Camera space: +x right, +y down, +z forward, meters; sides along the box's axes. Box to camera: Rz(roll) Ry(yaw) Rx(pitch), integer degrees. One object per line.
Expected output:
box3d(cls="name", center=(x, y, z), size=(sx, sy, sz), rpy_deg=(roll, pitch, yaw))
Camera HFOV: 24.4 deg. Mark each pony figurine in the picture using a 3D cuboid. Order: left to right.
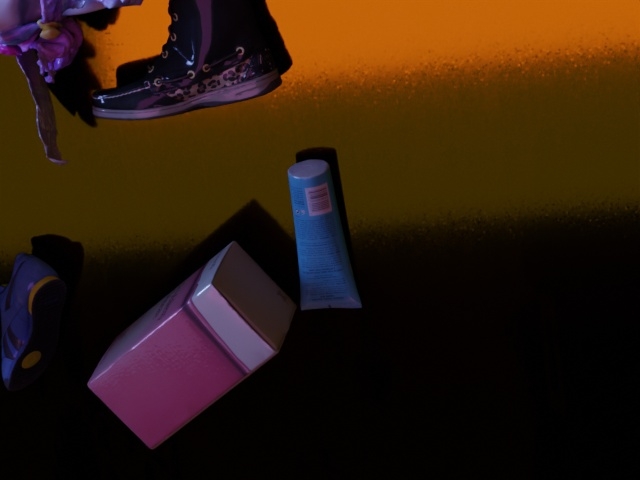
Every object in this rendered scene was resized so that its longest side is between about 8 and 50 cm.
box3d(cls="pony figurine", center=(-0.368, -0.285, 1.727), size=(0.363, 0.303, 0.351), rpy_deg=(-26, 75, 22))

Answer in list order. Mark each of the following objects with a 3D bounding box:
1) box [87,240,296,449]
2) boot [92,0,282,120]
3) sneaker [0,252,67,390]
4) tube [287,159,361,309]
box3d(cls="box", center=(-0.164, 0.134, 1.912), size=(0.232, 0.148, 0.127), rpy_deg=(-39, 101, 21))
box3d(cls="boot", center=(-0.177, -0.246, 1.790), size=(0.236, 0.085, 0.178), rpy_deg=(-9, 108, 9))
box3d(cls="sneaker", center=(-0.399, 0.108, 1.993), size=(0.082, 0.069, 0.209), rpy_deg=(39, 128, 27))
box3d(cls="tube", center=(0.000, 0.000, 1.887), size=(0.080, 0.052, 0.207), rpy_deg=(-1, 118, 15))
